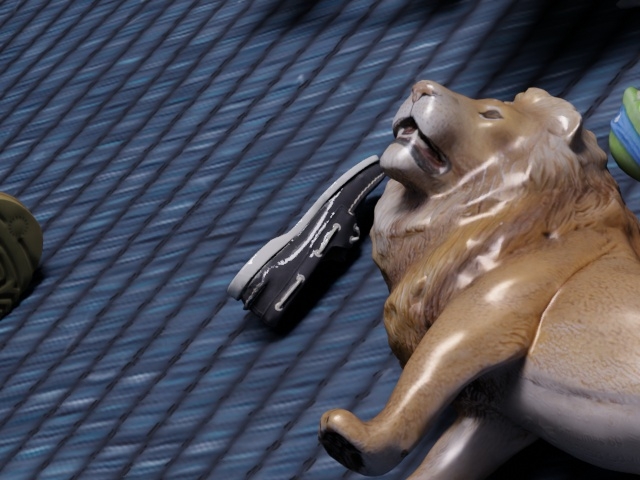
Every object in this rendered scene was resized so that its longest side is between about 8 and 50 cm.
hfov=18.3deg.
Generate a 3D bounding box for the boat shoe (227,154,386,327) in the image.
[{"bbox_3d":[0.000,0.000,1.164,0.125,0.038,0.046,-44,-8,-25],"label":"boat shoe"}]

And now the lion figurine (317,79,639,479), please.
[{"bbox_3d":[0.151,0.060,0.897,0.392,0.142,0.240,24,57,39],"label":"lion figurine"}]

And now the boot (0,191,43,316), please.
[{"bbox_3d":[-0.330,0.007,1.389,0.236,0.089,0.269,-37,32,-6],"label":"boot"}]

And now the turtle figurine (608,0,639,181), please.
[{"bbox_3d":[0.248,-0.159,1.012,0.266,0.198,0.275,-24,38,18],"label":"turtle figurine"}]
